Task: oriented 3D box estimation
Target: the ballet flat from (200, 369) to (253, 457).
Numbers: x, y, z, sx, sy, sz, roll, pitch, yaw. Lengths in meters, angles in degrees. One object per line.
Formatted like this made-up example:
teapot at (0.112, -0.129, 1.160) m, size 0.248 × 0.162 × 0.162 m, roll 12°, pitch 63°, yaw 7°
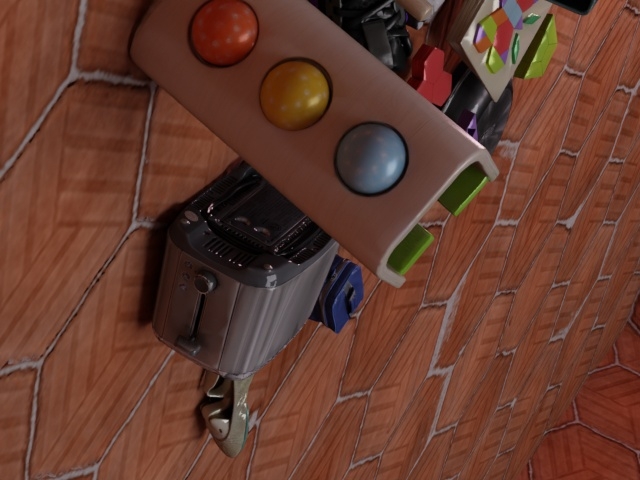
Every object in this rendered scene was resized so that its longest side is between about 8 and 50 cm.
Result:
ballet flat at (-0.104, 0.164, 2.035) m, size 0.052 × 0.057 × 0.168 m, roll -14°, pitch 130°, yaw -32°

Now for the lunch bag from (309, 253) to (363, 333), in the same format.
lunch bag at (0.013, 0.056, 2.173) m, size 0.067 × 0.065 × 0.098 m, roll -57°, pitch 163°, yaw -20°

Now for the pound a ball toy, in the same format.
pound a ball toy at (0.001, -0.146, 1.497) m, size 0.208 × 0.319 × 0.136 m, roll -48°, pitch 162°, yaw 2°

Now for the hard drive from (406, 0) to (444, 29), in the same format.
hard drive at (0.141, -0.400, 1.896) m, size 0.237 × 0.064 × 0.339 m, roll -53°, pitch 159°, yaw -32°

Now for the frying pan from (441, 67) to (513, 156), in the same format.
frying pan at (0.206, -0.195, 2.340) m, size 0.326 × 0.053 × 0.197 m, roll -67°, pitch 162°, yaw 13°

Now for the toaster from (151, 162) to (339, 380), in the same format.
toaster at (-0.065, 0.026, 1.801) m, size 0.227 × 0.129 × 0.146 m, roll -44°, pitch 158°, yaw -53°

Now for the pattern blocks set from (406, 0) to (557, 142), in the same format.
pattern blocks set at (0.212, -0.266, 2.225) m, size 0.285 × 0.026 × 0.325 m, roll 23°, pitch 88°, yaw -58°

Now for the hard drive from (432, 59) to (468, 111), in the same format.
hard drive at (0.162, -0.151, 2.385) m, size 0.094 × 0.022 × 0.135 m, roll -55°, pitch 161°, yaw -28°

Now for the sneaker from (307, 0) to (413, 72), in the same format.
sneaker at (0.038, -0.217, 1.672) m, size 0.293 × 0.102 × 0.146 m, roll 90°, pitch -13°, yaw -55°

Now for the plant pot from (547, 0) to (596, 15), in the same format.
plant pot at (0.235, -0.334, 1.894) m, size 0.165 × 0.166 × 0.234 m, roll -69°, pitch 169°, yaw 15°
